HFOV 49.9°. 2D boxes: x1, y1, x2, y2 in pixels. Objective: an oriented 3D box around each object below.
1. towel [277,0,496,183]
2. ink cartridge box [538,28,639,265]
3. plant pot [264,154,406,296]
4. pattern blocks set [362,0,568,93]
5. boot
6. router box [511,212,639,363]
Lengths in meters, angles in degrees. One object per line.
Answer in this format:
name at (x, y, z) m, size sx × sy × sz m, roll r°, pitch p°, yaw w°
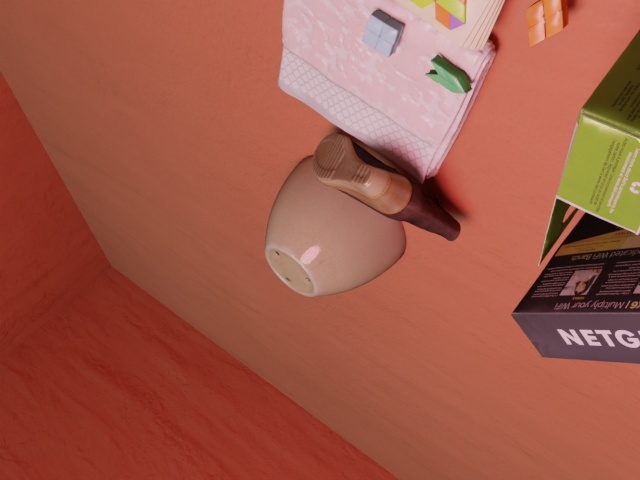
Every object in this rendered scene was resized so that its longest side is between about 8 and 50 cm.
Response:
towel at (0.072, -0.262, 1.026) m, size 0.332 × 0.053 × 0.317 m, roll 37°, pitch 153°, yaw 13°
ink cartridge box at (0.338, -0.086, 0.745) m, size 0.097 × 0.189 × 0.255 m, roll 29°, pitch 152°, yaw 25°
plant pot at (0.000, 0.000, 1.365) m, size 0.284 × 0.191 × 0.284 m, roll 34°, pitch 152°, yaw 21°
pattern blocks set at (0.153, -0.318, 0.781) m, size 0.285 × 0.026 × 0.325 m, roll 30°, pitch 143°, yaw 21°
boot at (0.105, -0.085, 1.170) m, size 0.207 × 0.090 × 0.248 m, roll 29°, pitch -172°, yaw -32°
router box at (0.399, 0.025, 0.758) m, size 0.081 × 0.243 × 0.309 m, roll 52°, pitch 154°, yaw -15°
